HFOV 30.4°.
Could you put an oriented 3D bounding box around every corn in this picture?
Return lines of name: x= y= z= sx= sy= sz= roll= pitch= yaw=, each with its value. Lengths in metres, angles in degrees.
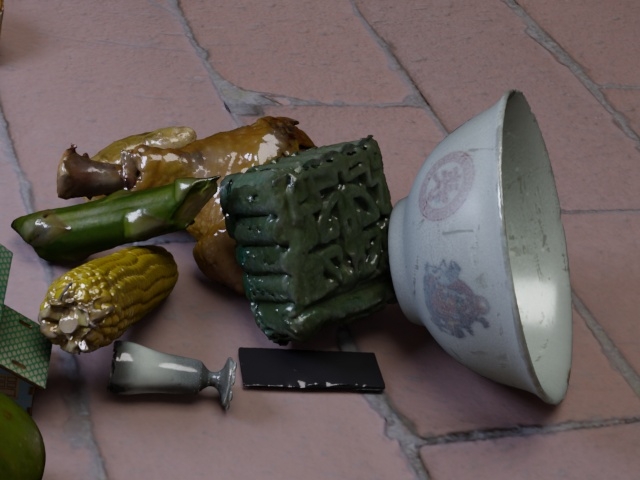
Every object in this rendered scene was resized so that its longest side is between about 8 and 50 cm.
corn: x=-0.265 y=0.064 z=1.513 sx=0.106 sy=0.106 sz=0.305 roll=21 pitch=16 yaw=7

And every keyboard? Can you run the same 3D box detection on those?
keyboard: x=-0.013 y=0.175 z=1.591 sx=0.197 sy=0.015 sz=0.074 roll=4 pitch=34 yaw=-16

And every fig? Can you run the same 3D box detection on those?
fig: x=-0.396 y=0.228 z=1.254 sx=0.181 sy=0.191 sz=0.181 roll=-18 pitch=36 yaw=14

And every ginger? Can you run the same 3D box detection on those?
ginger: x=-0.293 y=-0.122 z=1.814 sx=0.205 sy=0.081 sz=0.115 roll=-28 pitch=33 yaw=-20

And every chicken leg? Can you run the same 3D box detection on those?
chicken leg: x=-0.173 y=-0.054 z=1.704 sx=0.409 sy=0.182 sz=0.295 roll=4 pitch=60 yaw=-21

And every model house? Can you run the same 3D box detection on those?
model house: x=-0.443 y=0.080 z=1.395 sx=0.271 sy=0.206 sz=0.178 roll=8 pitch=37 yaw=-9

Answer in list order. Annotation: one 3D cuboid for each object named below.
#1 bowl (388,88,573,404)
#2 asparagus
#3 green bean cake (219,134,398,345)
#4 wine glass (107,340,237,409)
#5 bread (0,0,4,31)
bowl: x=0.213 y=0.017 z=1.642 sx=0.196 sy=0.434 sz=0.435 roll=-7 pitch=30 yaw=21
asparagus: x=-0.274 y=-0.028 z=1.598 sx=0.343 sy=0.085 sz=0.082 roll=-9 pitch=-12 yaw=25
green bean cake: x=0.000 y=0.000 z=1.626 sx=0.132 sy=0.255 sz=0.241 roll=-5 pitch=10 yaw=43
wine glass: x=-0.188 y=0.169 z=1.486 sx=0.155 sy=0.072 sz=0.072 roll=9 pitch=37 yaw=-10
bread: x=-0.663 y=-0.377 z=1.986 sx=0.250 sy=0.133 sz=0.179 roll=6 pitch=41 yaw=-12
